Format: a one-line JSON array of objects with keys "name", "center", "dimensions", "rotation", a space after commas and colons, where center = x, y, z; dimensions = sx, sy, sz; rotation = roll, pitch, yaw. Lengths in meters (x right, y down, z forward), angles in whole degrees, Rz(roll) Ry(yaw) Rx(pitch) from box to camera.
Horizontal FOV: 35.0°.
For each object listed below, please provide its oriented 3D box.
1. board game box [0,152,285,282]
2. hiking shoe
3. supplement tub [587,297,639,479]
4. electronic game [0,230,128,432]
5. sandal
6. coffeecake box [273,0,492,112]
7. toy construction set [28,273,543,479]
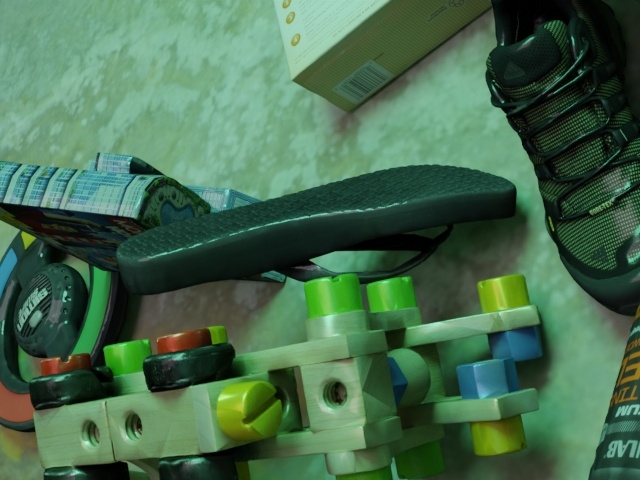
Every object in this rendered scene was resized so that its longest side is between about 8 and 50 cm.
[{"name": "board game box", "center": [-0.128, -0.018, 0.772], "dimensions": [0.194, 0.194, 0.060], "rotation": [6, 76, 21]}, {"name": "hiking shoe", "center": [0.135, -0.064, 0.572], "dimensions": [0.086, 0.114, 0.226], "rotation": [-34, 51, 33]}, {"name": "supplement tub", "center": [0.175, 0.097, 0.443], "dimensions": [0.106, 0.106, 0.197], "rotation": [0, 60, 45]}, {"name": "electronic game", "center": [-0.256, 0.065, 0.954], "dimensions": [0.229, 0.048, 0.229], "rotation": [-20, 59, 38]}, {"name": "sandal", "center": [-0.001, 0.000, 0.654], "dimensions": [0.255, 0.054, 0.097], "rotation": [-12, 17, 4]}, {"name": "coffeecake box", "center": [0.033, -0.216, 0.775], "dimensions": [0.142, 0.068, 0.185], "rotation": [-34, 51, 30]}, {"name": "toy construction set", "center": [-0.040, 0.108, 0.614], "dimensions": [0.328, 0.215, 0.151], "rotation": [-32, 72, 35]}]
